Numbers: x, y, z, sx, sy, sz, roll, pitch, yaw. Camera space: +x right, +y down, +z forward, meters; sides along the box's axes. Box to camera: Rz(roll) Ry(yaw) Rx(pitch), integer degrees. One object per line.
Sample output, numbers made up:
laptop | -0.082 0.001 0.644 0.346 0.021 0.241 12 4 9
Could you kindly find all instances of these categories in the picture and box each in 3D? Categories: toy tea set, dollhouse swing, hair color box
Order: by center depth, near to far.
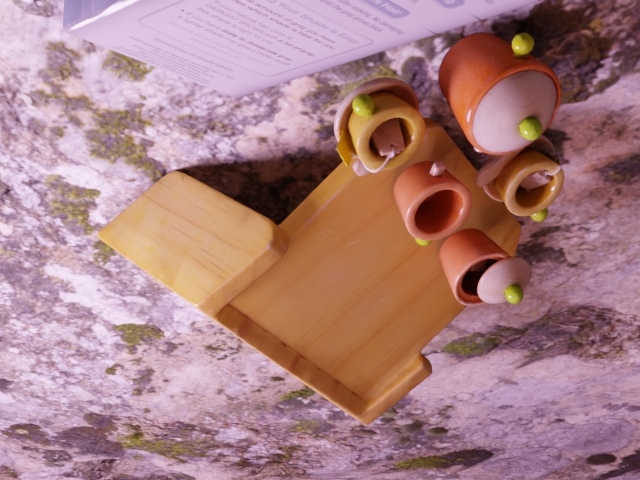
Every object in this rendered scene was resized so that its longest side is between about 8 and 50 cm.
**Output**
hair color box | 0.010 -0.216 0.667 0.374 0.114 0.185 -9 165 39
toy tea set | 0.164 -0.048 0.942 0.200 0.124 0.336 -34 134 4
dollhouse swing | 0.000 0.000 1.144 0.315 0.305 0.347 28 171 45
